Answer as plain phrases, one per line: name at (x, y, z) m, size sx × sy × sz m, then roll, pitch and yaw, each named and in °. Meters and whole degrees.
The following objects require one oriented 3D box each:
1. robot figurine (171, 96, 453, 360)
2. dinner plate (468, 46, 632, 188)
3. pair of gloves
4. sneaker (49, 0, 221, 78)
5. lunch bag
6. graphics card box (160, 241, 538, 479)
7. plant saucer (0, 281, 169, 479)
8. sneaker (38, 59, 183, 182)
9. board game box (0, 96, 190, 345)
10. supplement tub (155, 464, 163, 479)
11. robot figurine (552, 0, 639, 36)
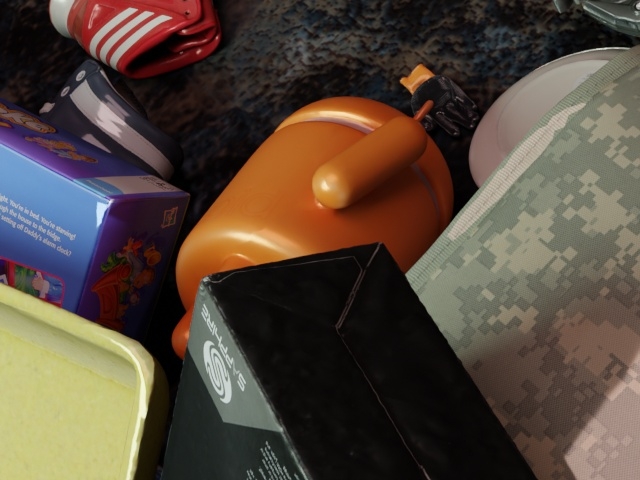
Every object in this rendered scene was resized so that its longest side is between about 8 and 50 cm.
robot figurine at (0.001, -0.001, 0.914) m, size 0.128 × 0.158 × 0.219 m, roll 10°, pitch 42°, yaw 26°
dinner plate at (0.155, -0.073, 0.955) m, size 0.141 × 0.017 × 0.141 m, roll -18°, pitch 41°, yaw 16°
pair of gloves at (0.061, -0.074, 1.025) m, size 0.083 × 0.010 × 0.074 m, roll -42°, pitch 51°, yaw -6°
sneaker at (-0.088, -0.209, 1.147) m, size 0.128 × 0.087 × 0.221 m, roll 41°, pitch 96°, yaw 29°
lunch bag at (0.170, 0.064, 0.753) m, size 0.287 × 0.169 × 0.235 m, roll -47°, pitch 55°, yaw -1°
graphics card box at (0.001, 0.211, 0.680) m, size 0.094 × 0.371 × 0.233 m, roll -11°, pitch 47°, yaw -24°
plant saucer at (-0.216, 0.163, 0.871) m, size 0.332 × 0.081 × 0.333 m, roll 20°, pitch 103°, yaw 34°
sneaker at (-0.221, -0.060, 1.099) m, size 0.282 × 0.099 × 0.153 m, roll 22°, pitch 74°, yaw 30°
board game box at (-0.268, 0.012, 0.997) m, size 0.347 × 0.078 × 0.233 m, roll 27°, pitch 107°, yaw 27°
supplement tub at (-0.102, 0.172, 0.920) m, size 0.107 × 0.071 × 0.071 m, roll 30°, pitch 78°, yaw 35°
robot figurine at (0.212, -0.243, 1.005) m, size 0.211 × 0.085 × 0.291 m, roll -33°, pitch 52°, yaw 6°
